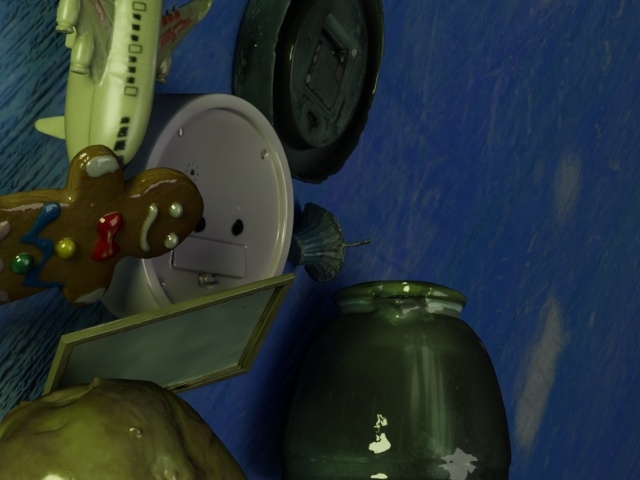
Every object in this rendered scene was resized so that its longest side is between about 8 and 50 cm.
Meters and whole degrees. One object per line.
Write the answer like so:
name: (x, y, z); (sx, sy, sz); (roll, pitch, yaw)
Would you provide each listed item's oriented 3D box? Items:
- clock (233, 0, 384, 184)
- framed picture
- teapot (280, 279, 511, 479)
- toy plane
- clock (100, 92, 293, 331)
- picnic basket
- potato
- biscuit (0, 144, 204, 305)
clock: (-0.008, -0.168, 1.402); (0.226, 0.049, 0.226); (-38, 135, -52)
framed picture: (-0.123, 0.090, 1.158); (0.201, 0.010, 0.136); (-16, 149, -33)
teapot: (0.101, 0.165, 1.584); (0.322, 0.240, 0.239); (20, 71, -60)
toy plane: (-0.147, -0.157, 1.066); (0.229, 0.092, 0.244); (22, 83, -67)
clock: (-0.105, -0.021, 1.199); (0.197, 0.068, 0.196); (-9, 101, -53)
picnic basket: (0.000, 0.000, 1.491); (0.083, 0.065, 0.083); (-18, 111, -37)
potato: (-0.145, 0.222, 1.085); (0.289, 0.301, 0.237); (118, -24, -81)
biscuit: (-0.170, -0.004, 1.038); (0.205, 0.031, 0.138); (-14, 134, -34)
